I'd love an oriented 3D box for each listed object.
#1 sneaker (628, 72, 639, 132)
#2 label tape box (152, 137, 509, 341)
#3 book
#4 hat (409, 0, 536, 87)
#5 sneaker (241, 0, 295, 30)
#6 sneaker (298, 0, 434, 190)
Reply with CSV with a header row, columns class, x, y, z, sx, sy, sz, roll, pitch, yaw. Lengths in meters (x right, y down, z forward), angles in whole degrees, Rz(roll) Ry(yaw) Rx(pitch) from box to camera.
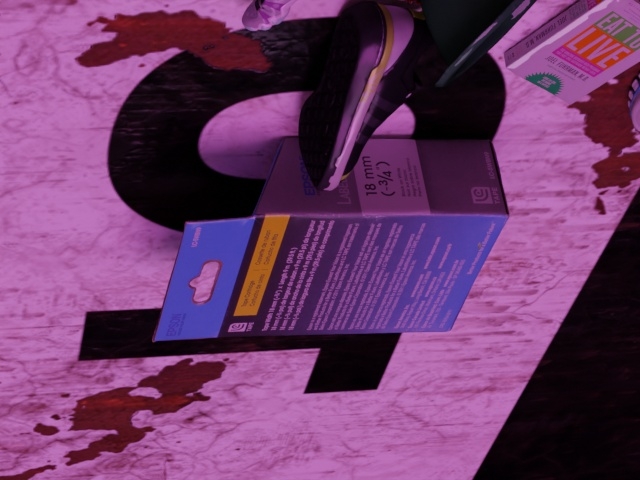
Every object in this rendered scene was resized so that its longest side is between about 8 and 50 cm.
class,x,y,z,sx,sy,sz,roll,pitch,yaw
sneaker,0.373,-0.150,1.946,0.071,0.083,0.191,6,147,-28
label tape box,0.000,0.000,2.051,0.333,0.106,0.241,0,147,-15
book,0.260,-0.193,1.893,0.096,0.035,0.144,22,137,-37
hat,0.100,-0.255,1.741,0.173,0.183,0.208,-46,177,13
sneaker,-0.044,-0.228,1.733,0.098,0.038,0.069,-35,141,20
sneaker,0.051,-0.131,1.863,0.097,0.084,0.235,-4,144,-24
